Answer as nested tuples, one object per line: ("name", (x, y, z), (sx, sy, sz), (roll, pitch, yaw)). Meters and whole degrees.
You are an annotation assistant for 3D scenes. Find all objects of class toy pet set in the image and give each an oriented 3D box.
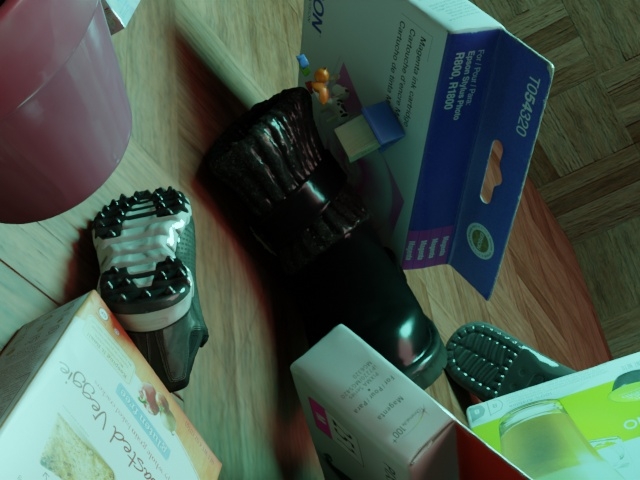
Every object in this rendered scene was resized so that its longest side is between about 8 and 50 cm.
("toy pet set", (0.033, -0.145, 1.126), (0.114, 0.065, 0.122), (61, 1, 5))

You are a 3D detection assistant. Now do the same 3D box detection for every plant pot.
("plant pot", (-0.204, -0.109, 0.636), (0.180, 0.201, 0.201), (65, 9, -57))

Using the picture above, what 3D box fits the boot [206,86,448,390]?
("boot", (-0.004, 0.002, 1.078), (0.260, 0.131, 0.348), (61, 3, -21))

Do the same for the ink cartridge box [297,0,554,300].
("ink cartridge box", (0.088, -0.135, 1.187), (0.330, 0.071, 0.324), (47, -34, 36))

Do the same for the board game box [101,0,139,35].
("board game box", (-0.213, -0.254, 1.045), (0.090, 0.020, 0.090), (55, 20, -25))

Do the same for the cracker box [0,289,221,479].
("cracker box", (-0.144, 0.152, 0.621), (0.156, 0.067, 0.232), (58, 20, -19))

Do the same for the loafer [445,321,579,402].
("loafer", (0.351, 0.245, 1.585), (0.366, 0.134, 0.130), (38, -2, 19))

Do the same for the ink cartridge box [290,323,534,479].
("ink cartridge box", (0.094, 0.220, 0.877), (0.239, 0.060, 0.275), (38, -22, 31))

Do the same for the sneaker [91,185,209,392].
("sneaker", (-0.128, 0.037, 0.817), (0.234, 0.078, 0.106), (-111, -167, -65))

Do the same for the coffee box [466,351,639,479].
("coffee box", (0.407, 0.374, 1.307), (0.334, 0.337, 0.338), (-94, 162, -63))
